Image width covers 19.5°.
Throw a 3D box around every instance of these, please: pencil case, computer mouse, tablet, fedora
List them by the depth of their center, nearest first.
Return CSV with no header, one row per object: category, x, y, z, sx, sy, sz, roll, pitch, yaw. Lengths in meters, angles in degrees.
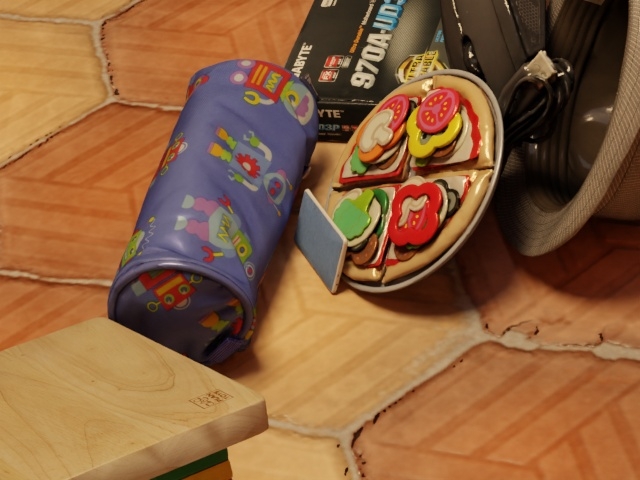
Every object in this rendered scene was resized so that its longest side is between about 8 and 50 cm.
fedora,0.253,-0.110,1.518,0.124,0.275,0.244,12,14,-16
tablet,0.000,0.000,1.557,0.006,0.054,0.083,-3,34,-26
pencil case,-0.082,-0.026,1.558,0.133,0.119,0.306,34,40,-15
computer mouse,0.145,-0.190,1.584,0.072,0.188,0.272,11,59,-15

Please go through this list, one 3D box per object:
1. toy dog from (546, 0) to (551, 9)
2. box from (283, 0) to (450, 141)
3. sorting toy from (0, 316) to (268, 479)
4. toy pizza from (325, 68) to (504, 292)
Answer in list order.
toy dog,0.260,-0.313,1.666,0.220,0.161,0.333,-38,7,-31
box,0.066,-0.176,1.751,0.175,0.051,0.220,4,42,17
sorting toy,-0.202,0.161,1.313,0.255,0.089,0.257,-20,21,-28
toy pizza,0.068,-0.053,1.531,0.201,0.032,0.201,-28,48,37
